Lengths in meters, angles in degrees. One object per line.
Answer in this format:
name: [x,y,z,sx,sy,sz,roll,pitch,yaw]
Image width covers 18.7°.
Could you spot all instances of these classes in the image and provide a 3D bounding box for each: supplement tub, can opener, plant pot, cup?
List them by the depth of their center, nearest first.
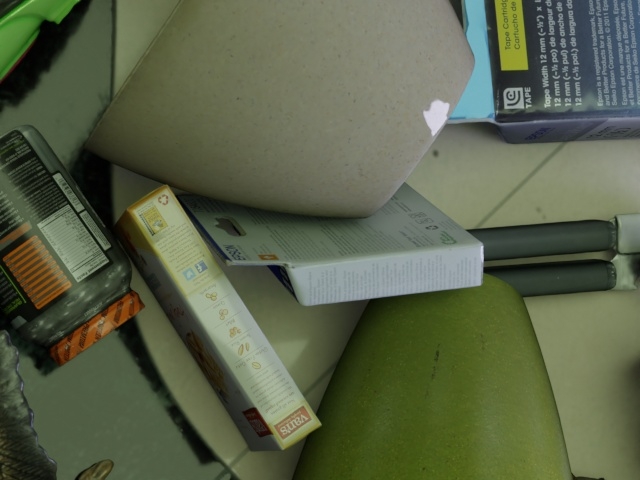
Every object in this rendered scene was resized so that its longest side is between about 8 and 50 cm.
cup: [-0.013,-0.150,1.646,0.237,0.331,0.331,34,75,-7]
supplement tub: [-0.242,0.006,1.675,0.117,0.117,0.190,-35,92,-17]
plant pot: [0.102,0.181,1.683,0.275,0.275,0.293,14,63,-13]
can opener: [0.258,0.014,1.821,0.280,0.093,0.074,-3,95,-16]

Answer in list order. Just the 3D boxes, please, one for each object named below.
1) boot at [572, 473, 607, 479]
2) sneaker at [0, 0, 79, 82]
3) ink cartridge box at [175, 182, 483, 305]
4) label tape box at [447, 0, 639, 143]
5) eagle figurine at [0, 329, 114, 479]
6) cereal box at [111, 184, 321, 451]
boot: [0.229,0.238,1.801,0.106,0.082,0.219,-12,80,-38]
sneaker: [-0.307,-0.246,1.622,0.202,0.185,0.483,46,59,-21]
ink cartridge box: [0.000,0.000,1.689,0.224,0.223,0.045,-4,107,-15]
label tape box: [0.235,-0.224,1.842,0.348,0.115,0.249,-3,82,-12]
eagle figurine: [-0.318,0.199,1.574,0.225,0.298,0.226,-14,44,20]
cereal box: [-0.093,0.072,1.674,0.047,0.173,0.240,-32,90,-12]
